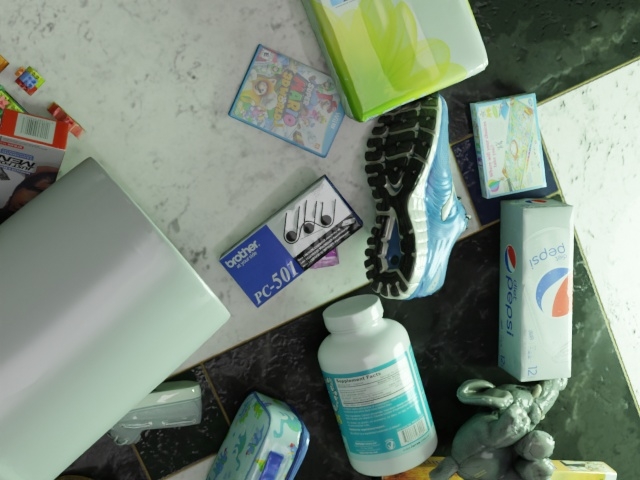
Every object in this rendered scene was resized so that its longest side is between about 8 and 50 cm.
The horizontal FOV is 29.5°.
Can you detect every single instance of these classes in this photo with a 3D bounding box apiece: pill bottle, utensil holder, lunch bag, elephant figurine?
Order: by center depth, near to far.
[{"bbox_3d":[-0.366,0.119,1.679,0.385,0.327,0.327,-42,107,-8],"label":"utensil holder"},{"bbox_3d":[-0.102,0.355,1.859,0.090,0.176,0.219,24,93,-17],"label":"lunch bag"},{"bbox_3d":[0.083,0.222,1.898,0.146,0.146,0.264,-19,103,-10],"label":"pill bottle"},{"bbox_3d":[0.294,0.295,1.963,0.186,0.239,0.169,27,116,-10],"label":"elephant figurine"}]

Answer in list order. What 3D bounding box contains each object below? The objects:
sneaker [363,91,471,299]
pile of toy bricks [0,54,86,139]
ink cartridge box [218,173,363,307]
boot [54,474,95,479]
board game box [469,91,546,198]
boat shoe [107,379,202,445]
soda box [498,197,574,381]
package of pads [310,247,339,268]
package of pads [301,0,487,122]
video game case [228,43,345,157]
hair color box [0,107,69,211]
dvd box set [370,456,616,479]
[{"bbox_3d":[0.154,-0.069,1.888,0.147,0.130,0.330,11,84,-50],"label":"sneaker"},{"bbox_3d":[-0.440,-0.193,1.713,0.212,0.105,0.118,43,88,-17],"label":"pile of toy bricks"},{"bbox_3d":[-0.044,0.001,1.853,0.207,0.046,0.097,-37,99,7],"label":"ink cartridge box"},{"bbox_3d":[-0.316,0.501,1.866,0.109,0.283,0.220,-46,155,-40],"label":"boot"},{"bbox_3d":[0.301,-0.153,1.948,0.103,0.026,0.154,-11,103,-12],"label":"board game box"},{"bbox_3d":[-0.288,0.272,1.847,0.228,0.079,0.081,-9,98,-16],"label":"boat shoe"},{"bbox_3d":[0.348,0.078,1.964,0.091,0.098,0.286,-3,100,-14],"label":"soda box"},{"bbox_3d":[0.000,0.000,1.896,0.050,0.032,0.083,-9,101,-8],"label":"package of pads"},{"bbox_3d":[0.101,-0.353,1.818,0.229,0.101,0.296,-23,100,-9],"label":"package of pads"},{"bbox_3d":[-0.043,-0.212,1.857,0.166,0.015,0.119,23,93,-17],"label":"video game case"},{"bbox_3d":[-0.416,-0.106,1.709,0.093,0.167,0.053,12,54,-16],"label":"hair color box"},{"bbox_3d":[0.277,0.519,2.043,0.421,0.062,0.307,5,99,-15],"label":"dvd box set"}]
